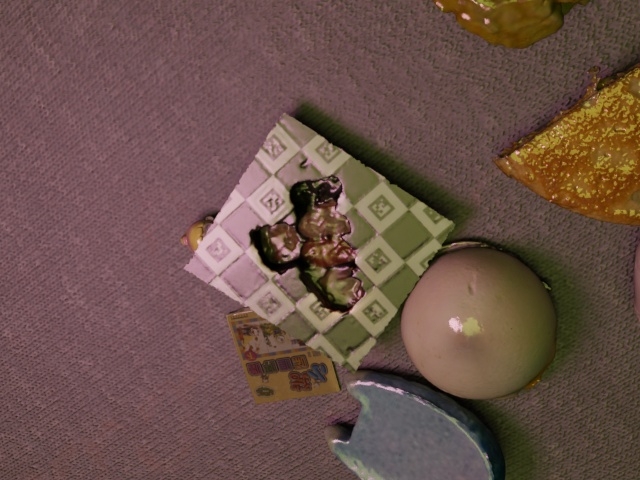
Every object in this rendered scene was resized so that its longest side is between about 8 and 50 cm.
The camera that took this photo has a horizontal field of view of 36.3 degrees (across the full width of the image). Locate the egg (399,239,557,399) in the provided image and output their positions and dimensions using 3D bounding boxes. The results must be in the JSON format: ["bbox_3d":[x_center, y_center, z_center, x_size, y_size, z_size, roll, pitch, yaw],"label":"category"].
[{"bbox_3d":[0.247,0.162,1.592,0.264,0.174,0.286,3,116,15],"label":"egg"}]

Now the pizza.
[{"bbox_3d":[0.446,-0.161,1.468,0.280,0.075,0.287,28,118,-6],"label":"pizza"}]

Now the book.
[{"bbox_3d":[-0.066,0.201,1.764,0.168,0.013,0.192,-11,110,16],"label":"book"}]

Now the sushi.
[{"bbox_3d":[0.000,0.000,1.622,0.339,0.069,0.320,32,107,-1],"label":"sushi"}]

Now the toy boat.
[{"bbox_3d":[0.175,0.353,1.739,0.330,0.123,0.215,21,108,15],"label":"toy boat"}]

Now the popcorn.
[{"bbox_3d":[0.247,-0.410,1.306,0.282,0.282,0.247,32,128,-2],"label":"popcorn"}]

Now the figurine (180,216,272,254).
[{"bbox_3d":[-0.147,-0.006,1.672,0.187,0.083,0.083,-6,112,-1],"label":"figurine"}]

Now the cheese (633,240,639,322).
[{"bbox_3d":[0.566,0.043,1.478,0.198,0.154,0.189,-15,111,13],"label":"cheese"}]
